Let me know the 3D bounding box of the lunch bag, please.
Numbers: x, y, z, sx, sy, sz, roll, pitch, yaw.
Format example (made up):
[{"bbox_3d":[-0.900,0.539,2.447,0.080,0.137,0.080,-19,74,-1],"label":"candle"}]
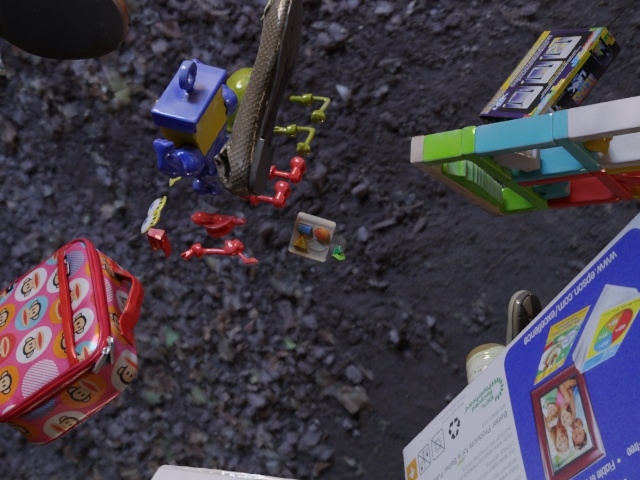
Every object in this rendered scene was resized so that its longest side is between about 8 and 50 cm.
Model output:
[{"bbox_3d":[-0.384,0.141,1.419,0.258,0.293,0.120,-33,131,7],"label":"lunch bag"}]

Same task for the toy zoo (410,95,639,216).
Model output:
[{"bbox_3d":[0.260,-0.077,0.880,0.293,0.192,0.030,-6,72,34],"label":"toy zoo"}]

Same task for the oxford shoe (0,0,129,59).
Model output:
[{"bbox_3d":[-0.224,-0.191,0.694,0.212,0.076,0.076,19,123,20],"label":"oxford shoe"}]

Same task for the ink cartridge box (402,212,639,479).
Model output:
[{"bbox_3d":[0.153,0.189,0.541,0.072,0.307,0.303,17,133,-21],"label":"ink cartridge box"}]

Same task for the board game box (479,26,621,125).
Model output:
[{"bbox_3d":[0.327,-0.225,1.326,0.048,0.170,0.141,41,173,-23],"label":"board game box"}]

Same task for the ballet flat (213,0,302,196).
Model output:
[{"bbox_3d":[-0.066,-0.170,1.001,0.058,0.084,0.249,11,85,12],"label":"ballet flat"}]

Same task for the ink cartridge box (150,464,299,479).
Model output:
[{"bbox_3d":[-0.061,0.240,0.467,0.086,0.148,0.203,4,115,14],"label":"ink cartridge box"}]

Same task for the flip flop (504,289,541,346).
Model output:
[{"bbox_3d":[0.372,0.228,1.808,0.080,0.112,0.277,13,108,39],"label":"flip flop"}]

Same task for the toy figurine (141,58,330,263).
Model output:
[{"bbox_3d":[-0.129,-0.170,1.253,0.191,0.362,0.217,12,144,20],"label":"toy figurine"}]

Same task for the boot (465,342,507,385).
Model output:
[{"bbox_3d":[0.242,0.217,0.962,0.213,0.165,0.077,28,130,-10],"label":"boot"}]

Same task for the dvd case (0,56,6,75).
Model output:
[{"bbox_3d":[-0.534,-0.292,1.398,0.119,0.087,0.013,56,133,35],"label":"dvd case"}]

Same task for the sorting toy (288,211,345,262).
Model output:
[{"bbox_3d":[0.000,0.000,1.324,0.083,0.012,0.062,18,105,4],"label":"sorting toy"}]
